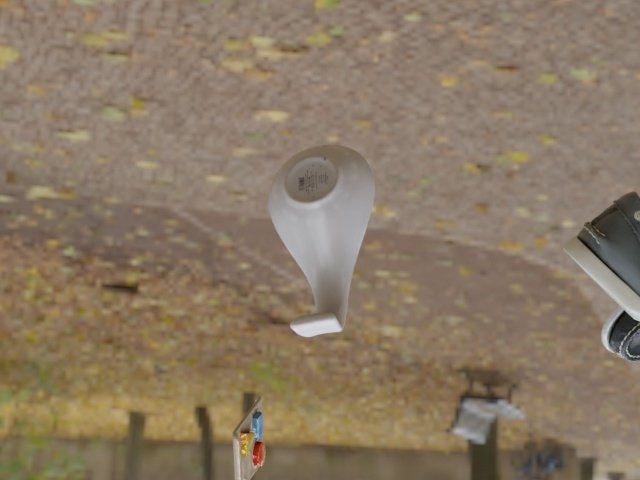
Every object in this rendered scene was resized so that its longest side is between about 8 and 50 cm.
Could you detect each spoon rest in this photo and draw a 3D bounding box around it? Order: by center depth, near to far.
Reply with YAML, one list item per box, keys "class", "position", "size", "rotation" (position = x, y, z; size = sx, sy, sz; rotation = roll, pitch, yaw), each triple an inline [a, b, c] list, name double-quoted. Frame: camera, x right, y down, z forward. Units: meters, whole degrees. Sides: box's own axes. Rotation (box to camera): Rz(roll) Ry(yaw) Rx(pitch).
- class: "spoon rest"
  position: [0.000, 0.000, 1.671]
  size: [0.137, 0.276, 0.084]
  rotation: [-9, 145, 15]

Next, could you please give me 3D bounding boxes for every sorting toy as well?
- class: "sorting toy"
  position: [-0.051, 0.167, 1.044]
  size: [0.012, 0.083, 0.062]
  rotation: [6, -154, 14]

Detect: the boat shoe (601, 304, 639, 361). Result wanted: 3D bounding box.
- class: "boat shoe"
  position: [0.474, 0.068, 1.595]
  size: [0.303, 0.091, 0.114]
  rotation: [-28, 136, -2]

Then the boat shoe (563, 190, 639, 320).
- class: "boat shoe"
  position: [0.387, 0.080, 1.351]
  size: [0.319, 0.099, 0.116]
  rotation: [42, -175, 12]
